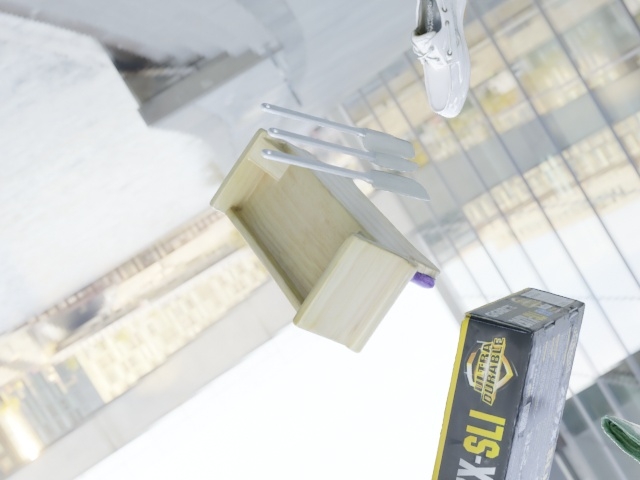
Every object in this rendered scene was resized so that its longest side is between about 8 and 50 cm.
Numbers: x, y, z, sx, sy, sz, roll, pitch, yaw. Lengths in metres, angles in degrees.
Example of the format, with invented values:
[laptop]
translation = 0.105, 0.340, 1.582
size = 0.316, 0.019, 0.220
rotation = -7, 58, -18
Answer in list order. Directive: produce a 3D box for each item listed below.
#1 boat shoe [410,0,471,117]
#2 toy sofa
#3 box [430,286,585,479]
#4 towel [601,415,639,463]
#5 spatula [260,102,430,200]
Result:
[boat shoe]
translation = 0.201, -0.355, 2.073
size = 0.096, 0.277, 0.098
rotation = -9, -170, -36
[toy sofa]
translation = 0.000, 0.000, 1.669
size = 0.150, 0.177, 0.362
rotation = -55, -142, 12
[box]
translation = 0.190, 0.223, 1.234
size = 0.079, 0.322, 0.257
rotation = 13, -171, 21
[towel]
translation = 0.502, 0.296, 1.309
size = 0.038, 0.325, 0.248
rotation = -67, -155, 10
[spatula]
translation = 0.030, -0.127, 1.637
size = 0.168, 0.242, 0.019
rotation = -96, -157, -51
